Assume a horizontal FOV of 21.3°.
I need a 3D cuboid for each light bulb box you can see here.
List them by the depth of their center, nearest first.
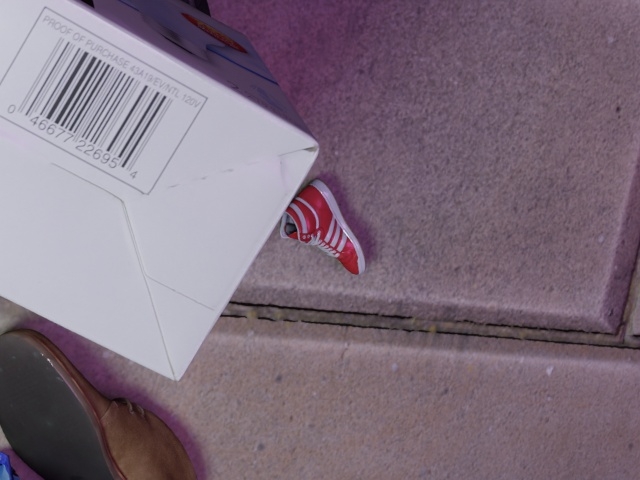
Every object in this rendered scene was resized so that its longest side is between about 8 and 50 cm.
[{"bbox_3d":[-0.230,-0.117,1.362,0.358,0.361,0.225,29,102,-21],"label":"light bulb box"}]

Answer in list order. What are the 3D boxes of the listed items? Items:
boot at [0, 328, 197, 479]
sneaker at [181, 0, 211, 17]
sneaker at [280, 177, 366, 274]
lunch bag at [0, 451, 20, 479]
[{"bbox_3d":[-0.225,0.192,1.701,0.305,0.112,0.115,59,39,-26],"label":"boot"},{"bbox_3d":[-0.132,-0.132,1.664,0.139,0.125,0.341,-32,120,-54],"label":"sneaker"},{"bbox_3d":[0.000,0.000,1.811,0.067,0.042,0.118,-39,113,-24],"label":"sneaker"},{"bbox_3d":[-0.383,0.378,1.621,0.293,0.138,0.221,-24,118,-16],"label":"lunch bag"}]
